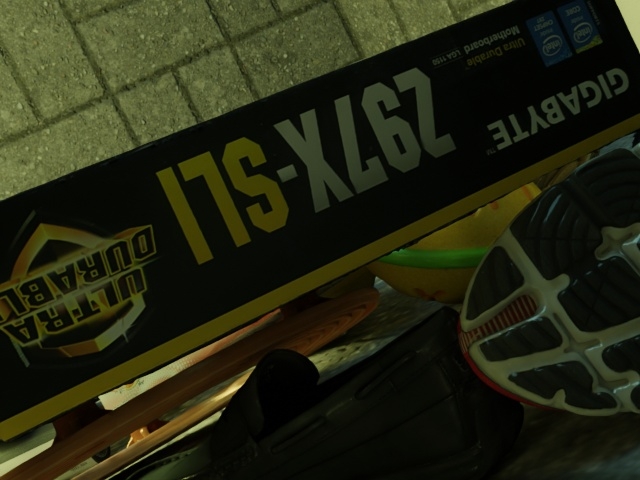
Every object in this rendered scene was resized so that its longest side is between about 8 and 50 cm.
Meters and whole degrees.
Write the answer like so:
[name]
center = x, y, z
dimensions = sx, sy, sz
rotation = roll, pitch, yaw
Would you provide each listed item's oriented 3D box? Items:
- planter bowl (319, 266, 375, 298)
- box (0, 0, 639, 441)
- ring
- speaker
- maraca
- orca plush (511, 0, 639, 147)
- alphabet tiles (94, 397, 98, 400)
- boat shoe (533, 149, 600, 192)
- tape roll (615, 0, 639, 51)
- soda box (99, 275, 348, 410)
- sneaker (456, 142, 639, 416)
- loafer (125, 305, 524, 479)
[planter bowl]
center = -0.027, 0.030, 0.922
dimensions = 0.217, 0.090, 0.217
rotation = -17, 21, 7
[box]
center = -0.044, -0.005, 0.539
dimensions = 0.322, 0.079, 0.257
rotation = -25, 0, -28
[ring]
center = -0.116, 0.107, 0.672
dimensions = 0.336, 0.032, 0.336
rotation = -30, -8, -5
[speaker]
center = -0.229, 0.170, 0.880
dimensions = 0.136, 0.055, 0.055
rotation = -26, 7, 9
[maraca]
center = 0.109, -0.009, 0.788
dimensions = 0.185, 0.099, 0.127
rotation = -3, 23, 4
[orca plush]
center = 0.249, -0.206, 0.929
dimensions = 0.151, 0.287, 0.102
rotation = -21, 44, 36
[alphabet tiles]
center = -0.240, 0.145, 1.001
dimensions = 0.284, 0.021, 0.278
rotation = -23, -6, -30
[boat shoe]
center = 0.183, -0.094, 0.991
dimensions = 0.110, 0.122, 0.341
rotation = 6, 9, 6
[tape roll]
center = 0.315, -0.148, 0.721
dimensions = 0.246, 0.169, 0.246
rotation = -26, 7, 4
[soda box]
center = -0.074, 0.047, 0.781
dimensions = 0.183, 0.058, 0.063
rotation = -33, -8, 22
[sneaker]
center = 0.172, 0.005, 0.533
dimensions = 0.279, 0.107, 0.118
rotation = -26, -12, -25
[loafer]
center = -0.012, 0.089, 0.555
dimensions = 0.223, 0.078, 0.076
rotation = -23, 7, 32
